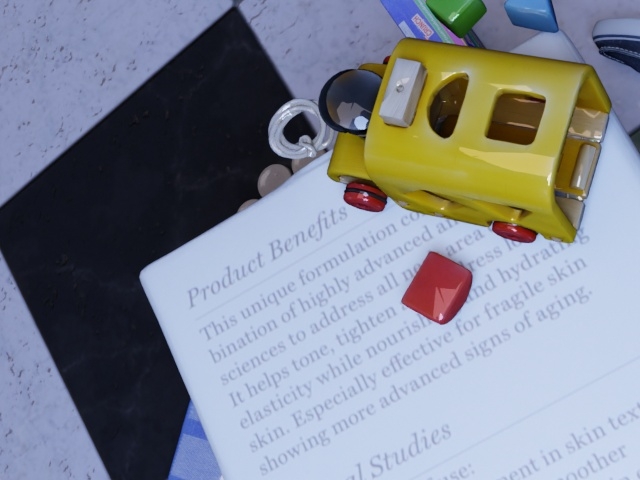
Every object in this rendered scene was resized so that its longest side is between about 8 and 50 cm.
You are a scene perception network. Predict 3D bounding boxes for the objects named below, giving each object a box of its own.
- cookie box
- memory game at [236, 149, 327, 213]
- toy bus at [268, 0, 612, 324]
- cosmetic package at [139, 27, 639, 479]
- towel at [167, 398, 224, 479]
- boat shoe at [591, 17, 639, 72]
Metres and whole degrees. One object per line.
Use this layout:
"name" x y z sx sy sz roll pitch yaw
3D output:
"cookie box" 0.108 -0.168 1.197 0.040 0.107 0.091 -38 66 16
"memory game" 0.000 0.000 1.275 0.186 0.012 0.186 -6 77 26
"toy bus" 0.067 -0.069 0.824 0.202 0.104 0.191 -33 65 9
"cosmetic package" 0.142 0.139 0.972 0.329 0.327 0.393 -30 67 11
"towel" -0.014 0.227 1.227 0.285 0.034 0.209 15 87 29
"boat shoe" 0.292 -0.119 1.117 0.183 0.065 0.083 20 91 28
